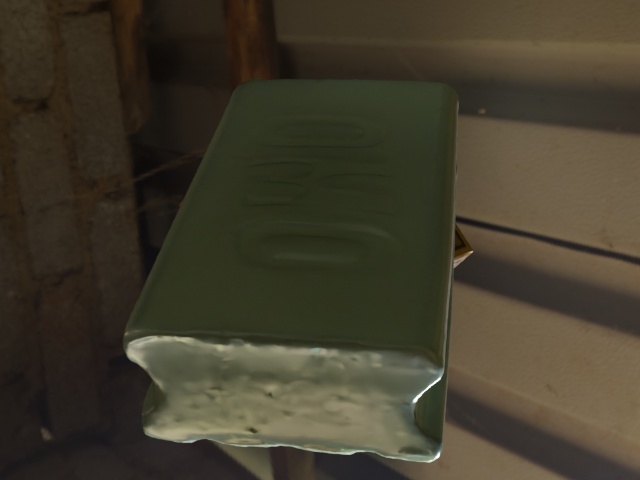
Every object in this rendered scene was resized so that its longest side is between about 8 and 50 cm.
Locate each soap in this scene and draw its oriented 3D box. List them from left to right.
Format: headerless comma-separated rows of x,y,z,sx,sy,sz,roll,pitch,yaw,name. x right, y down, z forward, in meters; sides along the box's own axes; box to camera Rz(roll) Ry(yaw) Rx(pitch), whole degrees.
0.000,0.000,0.410,0.119,0.198,0.066,3,-53,7,soap

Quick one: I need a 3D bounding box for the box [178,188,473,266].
0.015,-0.013,1.053,0.084,0.302,0.192,-44,-109,44,box
